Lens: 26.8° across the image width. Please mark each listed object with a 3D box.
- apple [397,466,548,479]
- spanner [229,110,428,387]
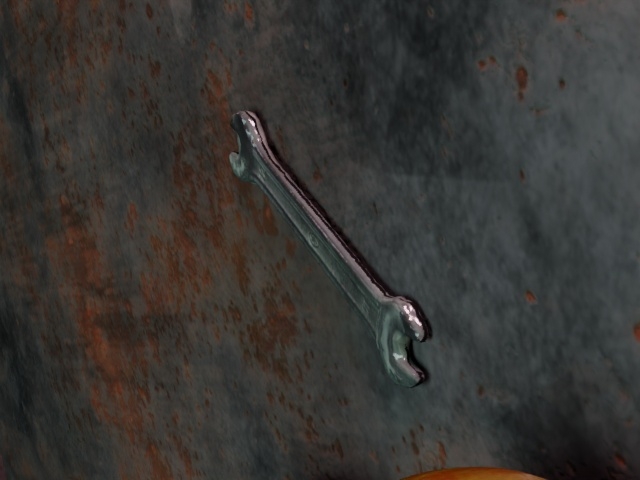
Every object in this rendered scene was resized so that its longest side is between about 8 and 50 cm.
[{"bbox_3d":[0.072,0.260,0.744,0.264,0.264,0.264,37,134,53],"label":"apple"},{"bbox_3d":[0.000,0.000,1.024,0.302,0.018,0.071,51,144,41],"label":"spanner"}]
